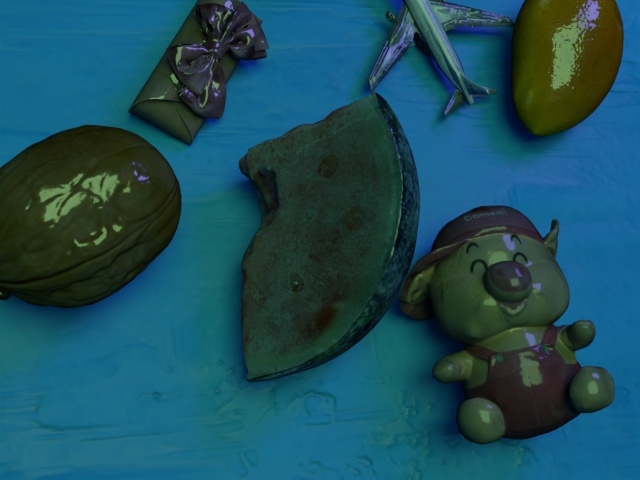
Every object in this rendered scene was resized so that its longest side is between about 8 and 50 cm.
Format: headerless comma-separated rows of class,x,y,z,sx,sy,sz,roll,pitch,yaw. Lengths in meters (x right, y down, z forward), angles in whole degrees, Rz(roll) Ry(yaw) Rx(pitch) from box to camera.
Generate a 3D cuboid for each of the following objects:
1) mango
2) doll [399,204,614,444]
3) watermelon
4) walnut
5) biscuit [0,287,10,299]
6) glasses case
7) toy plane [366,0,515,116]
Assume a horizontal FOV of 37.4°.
mango,0.302,-0.226,1.166,0.141,0.102,0.217,32,75,-32
doll,0.195,0.083,1.020,0.196,0.152,0.255,-3,69,-30
watermelon,0.000,0.000,1.011,0.226,0.148,0.318,25,91,26
walnut,-0.236,-0.023,0.926,0.207,0.167,0.167,-37,85,-22
biscuit,-0.349,0.019,0.960,0.130,0.019,0.119,-39,86,-23
glasses case,-0.123,-0.202,1.066,0.102,0.070,0.193,29,68,-6
toy plane,0.135,-0.258,1.162,0.226,0.058,0.226,-27,78,-20
